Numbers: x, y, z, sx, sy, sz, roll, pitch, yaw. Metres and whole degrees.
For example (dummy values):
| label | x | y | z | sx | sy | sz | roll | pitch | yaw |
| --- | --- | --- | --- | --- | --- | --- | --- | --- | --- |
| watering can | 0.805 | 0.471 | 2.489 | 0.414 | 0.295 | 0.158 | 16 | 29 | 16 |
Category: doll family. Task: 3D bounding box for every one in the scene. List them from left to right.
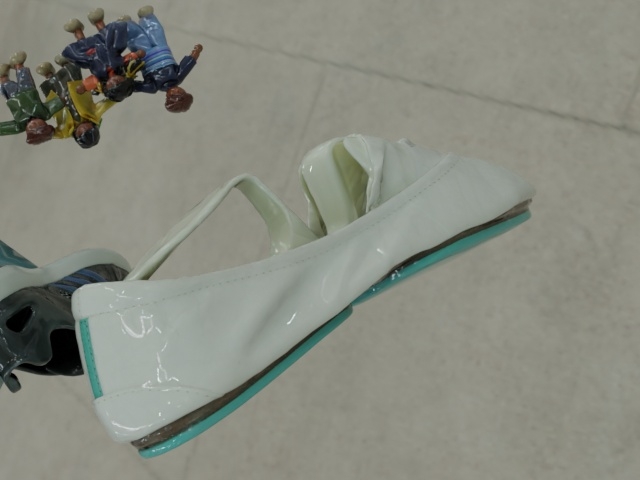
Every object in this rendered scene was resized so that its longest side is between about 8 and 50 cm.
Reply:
| label | x | y | z | sx | sy | sz | roll | pitch | yaw |
| --- | --- | --- | --- | --- | --- | --- | --- | --- | --- |
| doll family | -0.200 | -0.140 | 1.231 | 0.193 | 0.076 | 0.111 | -32 | 62 | 5 |

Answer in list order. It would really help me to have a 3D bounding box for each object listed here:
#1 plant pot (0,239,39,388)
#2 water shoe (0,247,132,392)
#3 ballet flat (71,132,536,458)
| label | x | y | z | sx | sy | sz | roll | pitch | yaw |
| --- | --- | --- | --- | --- | --- | --- | --- | --- | --- |
| plant pot | -0.344 | 0.066 | 0.950 | 0.165 | 0.234 | 0.165 | 34 | 107 | 14 |
| water shoe | -0.177 | 0.059 | 0.923 | 0.073 | 0.203 | 0.080 | -42 | 80 | 19 |
| ballet flat | 0.000 | 0.000 | 0.920 | 0.139 | 0.400 | 0.139 | 27 | 131 | 35 |
